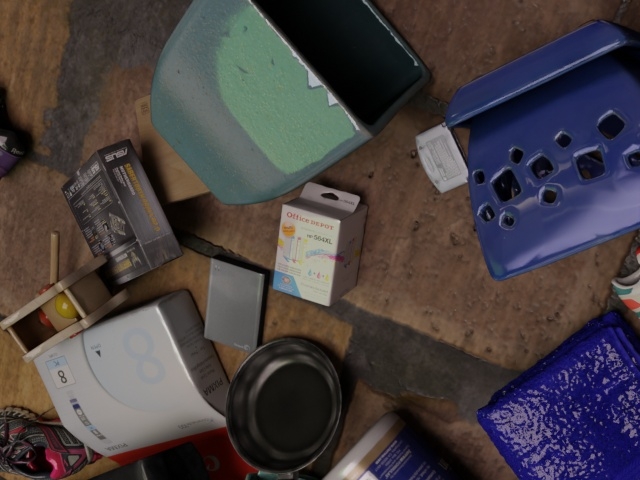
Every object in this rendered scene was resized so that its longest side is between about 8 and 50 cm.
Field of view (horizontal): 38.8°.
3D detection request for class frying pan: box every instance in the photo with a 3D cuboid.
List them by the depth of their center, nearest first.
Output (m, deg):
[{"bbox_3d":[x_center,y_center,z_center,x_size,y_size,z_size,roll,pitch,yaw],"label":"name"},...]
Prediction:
[{"bbox_3d":[-0.028,0.293,1.297,0.197,0.053,0.326,-33,60,16],"label":"frying pan"}]

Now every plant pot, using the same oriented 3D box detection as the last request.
[{"bbox_3d":[0.282,-0.104,0.988,0.235,0.236,0.212,-24,86,30],"label":"plant pot"},{"bbox_3d":[-0.061,-0.187,1.115,0.248,0.247,0.252,49,125,-5],"label":"plant pot"}]

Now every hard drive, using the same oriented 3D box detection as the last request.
[{"bbox_3d":[-0.128,0.098,1.378,0.094,0.022,0.135,16,112,22],"label":"hard drive"}]

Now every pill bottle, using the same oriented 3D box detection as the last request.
[{"bbox_3d":[0.139,0.378,1.247,0.264,0.153,0.153,44,120,9],"label":"pill bottle"}]

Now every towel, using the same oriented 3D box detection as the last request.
[{"bbox_3d":[0.364,0.265,1.089,0.227,0.076,0.308,-38,82,2],"label":"towel"}]

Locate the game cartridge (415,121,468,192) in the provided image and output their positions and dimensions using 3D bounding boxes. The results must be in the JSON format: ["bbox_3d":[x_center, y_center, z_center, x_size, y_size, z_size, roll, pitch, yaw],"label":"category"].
[{"bbox_3d":[0.158,-0.106,1.171,0.056,0.017,0.083,-23,93,27],"label":"game cartridge"}]

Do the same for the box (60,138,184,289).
[{"bbox_3d":[-0.299,-0.032,1.350,0.231,0.056,0.183,-22,95,61],"label":"box"}]

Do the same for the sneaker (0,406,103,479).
[{"bbox_3d":[-0.532,0.368,1.620,0.299,0.112,0.121,-10,100,30],"label":"sneaker"}]

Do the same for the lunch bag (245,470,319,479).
[{"bbox_3d":[-0.027,0.487,1.366,0.262,0.160,0.224,25,116,13],"label":"lunch bag"}]

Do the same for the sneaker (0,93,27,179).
[{"bbox_3d":[-0.585,-0.231,1.490,0.124,0.107,0.283,-39,89,16],"label":"sneaker"}]

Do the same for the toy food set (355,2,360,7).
[{"bbox_3d":[0.030,-0.327,1.168,0.122,0.019,0.078,-7,102,29],"label":"toy food set"}]

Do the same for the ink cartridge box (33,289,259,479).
[{"bbox_3d":[-0.275,0.302,1.478,0.308,0.091,0.385,-20,94,31],"label":"ink cartridge box"}]

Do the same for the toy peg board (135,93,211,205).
[{"bbox_3d":[-0.172,-0.141,1.311,0.161,0.079,0.161,-13,83,29],"label":"toy peg board"}]

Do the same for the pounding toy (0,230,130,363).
[{"bbox_3d":[-0.420,0.081,1.395,0.155,0.154,0.269,57,147,-6],"label":"pounding toy"}]

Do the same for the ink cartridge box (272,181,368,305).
[{"bbox_3d":[0.000,0.000,1.242,0.092,0.090,0.143,16,112,23],"label":"ink cartridge box"}]

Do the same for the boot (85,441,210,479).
[{"bbox_3d":[-0.277,0.536,1.470,0.445,0.146,0.367,-30,93,41],"label":"boot"}]

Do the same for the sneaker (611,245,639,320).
[{"bbox_3d":[0.410,0.026,1.054,0.075,0.057,0.161,44,123,3],"label":"sneaker"}]
